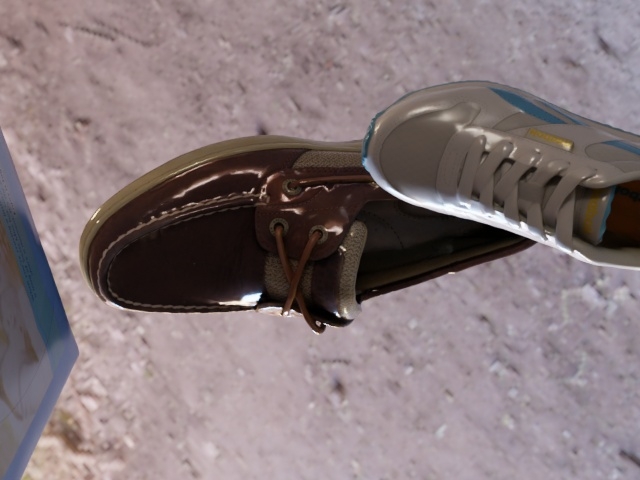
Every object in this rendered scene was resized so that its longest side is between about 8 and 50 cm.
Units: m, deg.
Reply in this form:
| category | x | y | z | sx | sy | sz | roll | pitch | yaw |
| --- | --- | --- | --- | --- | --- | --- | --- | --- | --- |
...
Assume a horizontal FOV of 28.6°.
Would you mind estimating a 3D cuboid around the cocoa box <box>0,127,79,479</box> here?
| category | x | y | z | sx | sy | sz | roll | pitch | yaw |
| --- | --- | --- | --- | --- | --- | --- | --- | --- | --- |
| cocoa box | -0.291 | -0.025 | 0.616 | 0.231 | 0.227 | 0.347 | -90 | -14 | -71 |

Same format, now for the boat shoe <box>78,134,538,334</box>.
| category | x | y | z | sx | sy | sz | roll | pitch | yaw |
| --- | --- | --- | --- | --- | --- | --- | --- | --- | --- |
| boat shoe | 0.000 | 0.000 | 0.909 | 0.123 | 0.341 | 0.123 | -118 | 23 | -54 |

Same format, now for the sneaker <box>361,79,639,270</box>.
| category | x | y | z | sx | sy | sz | roll | pitch | yaw |
| --- | --- | --- | --- | --- | --- | --- | --- | --- | --- |
| sneaker | 0.138 | -0.039 | 0.773 | 0.228 | 0.092 | 0.087 | 11 | 110 | -1 |
